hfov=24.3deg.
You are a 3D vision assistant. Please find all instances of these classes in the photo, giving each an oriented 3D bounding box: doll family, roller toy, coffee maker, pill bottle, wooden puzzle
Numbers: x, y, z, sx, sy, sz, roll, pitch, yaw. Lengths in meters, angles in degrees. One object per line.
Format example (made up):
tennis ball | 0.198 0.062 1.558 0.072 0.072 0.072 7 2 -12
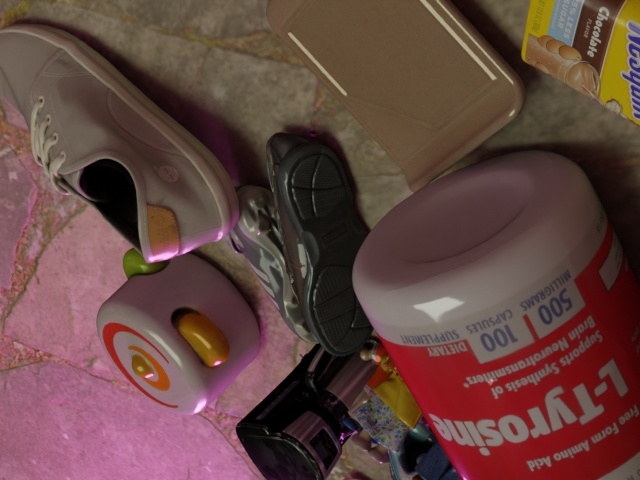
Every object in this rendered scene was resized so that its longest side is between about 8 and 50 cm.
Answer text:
doll family | 0.140 0.189 1.594 0.263 0.163 0.118 35 -173 17
roller toy | -0.186 0.125 1.921 0.209 0.146 0.191 29 146 26
coffee maker | -0.007 0.207 1.766 0.120 0.178 0.171 48 150 -2
pill bottle | 0.214 0.141 1.364 0.229 0.229 0.408 0 127 51
wooden puzzle | 0.067 -0.177 1.360 0.239 0.044 0.221 51 150 0

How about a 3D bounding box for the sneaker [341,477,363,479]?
sneaker | 0.078 0.392 1.983 0.170 0.075 0.063 47 150 -1

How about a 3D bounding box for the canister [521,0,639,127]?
canister | 0.244 -0.148 1.137 0.170 0.073 0.126 34 147 23

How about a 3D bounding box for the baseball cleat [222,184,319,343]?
baseball cleat | -0.052 0.024 1.728 0.109 0.072 0.206 5 122 58

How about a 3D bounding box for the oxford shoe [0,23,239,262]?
oxford shoe | -0.277 -0.120 1.731 0.449 0.130 0.169 38 148 34

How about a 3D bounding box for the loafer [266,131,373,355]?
loafer | 0.000 0.000 1.620 0.084 0.096 0.268 40 149 52

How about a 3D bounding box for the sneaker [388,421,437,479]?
sneaker | 0.156 0.298 1.702 0.283 0.110 0.122 28 140 55
